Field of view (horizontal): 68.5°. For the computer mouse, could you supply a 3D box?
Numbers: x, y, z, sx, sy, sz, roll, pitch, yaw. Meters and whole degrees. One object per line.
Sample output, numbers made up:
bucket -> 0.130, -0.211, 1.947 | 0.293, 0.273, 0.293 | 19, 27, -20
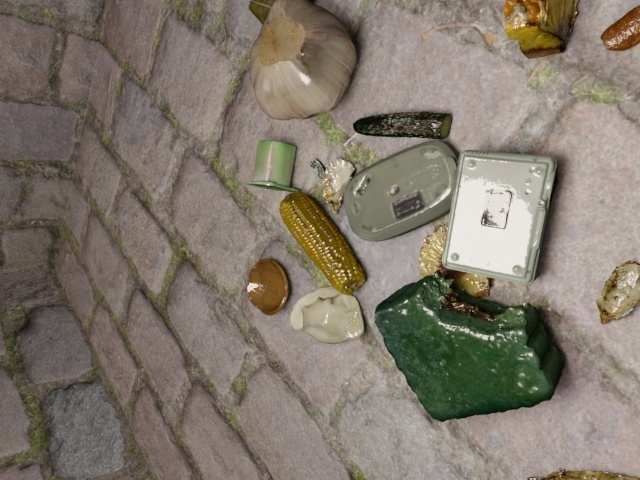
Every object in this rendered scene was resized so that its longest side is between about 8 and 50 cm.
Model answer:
computer mouse -> 0.200, -0.116, 1.163 | 0.331, 0.095, 0.197 | -21, 81, 34

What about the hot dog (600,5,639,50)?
hot dog -> 0.550, -0.377, 0.840 | 0.083, 0.035, 0.058 | -37, 70, 39

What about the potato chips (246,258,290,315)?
potato chips -> -0.164, 0.156, 1.555 | 0.208, 0.062, 0.195 | -39, 63, 40

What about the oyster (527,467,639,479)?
oyster -> 0.564, 0.514, 0.903 | 0.345, 0.079, 0.128 | -10, 96, 41

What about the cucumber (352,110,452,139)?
cucumber -> 0.185, -0.288, 1.176 | 0.294, 0.068, 0.067 | 14, 104, 42

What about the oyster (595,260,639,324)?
oyster -> 0.564, 0.097, 0.882 | 0.132, 0.029, 0.086 | -48, 57, 39

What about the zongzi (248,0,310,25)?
zongzi -> -0.116, -0.726, 1.396 | 0.204, 0.094, 0.204 | -49, 62, 31

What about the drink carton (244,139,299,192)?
drink carton -> -0.144, -0.229, 1.450 | 0.144, 0.146, 0.142 | 9, 93, 42

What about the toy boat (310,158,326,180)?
toy boat -> -0.005, -0.205, 1.384 | 0.038, 0.038, 0.083 | -49, 61, 35

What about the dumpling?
dumpling -> 0.029, 0.211, 1.353 | 0.216, 0.126, 0.166 | -10, 60, 52

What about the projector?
projector -> 0.368, -0.051, 0.970 | 0.192, 0.099, 0.256 | 12, 99, 27

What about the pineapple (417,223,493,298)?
pineapple -> 0.313, 0.059, 1.103 | 0.221, 0.047, 0.220 | 7, 101, 42

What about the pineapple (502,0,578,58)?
pineapple -> 0.418, -0.438, 0.888 | 0.115, 0.186, 0.236 | 14, 61, 45

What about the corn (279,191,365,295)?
corn -> 0.000, 0.000, 1.346 | 0.363, 0.121, 0.120 | 55, 127, 23

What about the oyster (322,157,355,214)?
oyster -> 0.052, -0.161, 1.327 | 0.122, 0.045, 0.145 | -29, 67, 45

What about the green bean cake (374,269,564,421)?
green bean cake -> 0.312, 0.208, 1.009 | 0.308, 0.169, 0.300 | -29, 88, 41

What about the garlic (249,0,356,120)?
garlic -> -0.043, -0.475, 1.251 | 0.318, 0.259, 0.316 | -5, 76, 20
